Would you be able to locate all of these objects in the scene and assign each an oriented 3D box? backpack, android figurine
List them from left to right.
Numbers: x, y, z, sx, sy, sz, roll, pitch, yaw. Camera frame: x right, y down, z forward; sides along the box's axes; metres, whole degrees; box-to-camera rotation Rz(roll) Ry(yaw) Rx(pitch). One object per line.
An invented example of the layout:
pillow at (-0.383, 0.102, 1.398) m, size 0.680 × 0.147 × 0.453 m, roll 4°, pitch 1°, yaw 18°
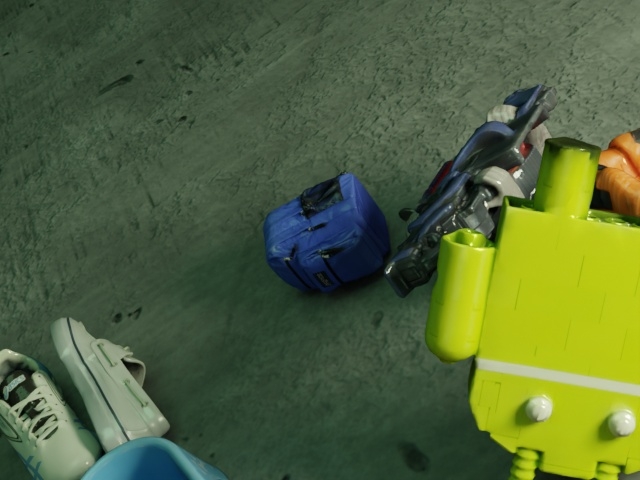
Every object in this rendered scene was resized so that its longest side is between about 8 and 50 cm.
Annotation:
backpack at (0.000, 0.000, 1.235) m, size 0.120 × 0.098 × 0.101 m, roll -22°, pitch 41°, yaw 17°
android figurine at (0.203, 0.066, 0.881) m, size 0.248 × 0.273 × 0.056 m, roll 11°, pitch 14°, yaw 3°

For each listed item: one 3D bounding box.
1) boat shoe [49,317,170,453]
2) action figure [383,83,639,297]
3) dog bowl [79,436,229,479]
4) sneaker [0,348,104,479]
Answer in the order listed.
boat shoe at (-0.223, 0.152, 1.276) m, size 0.075 × 0.083 × 0.226 m, roll -29°, pitch 46°, yaw -10°
action figure at (0.200, -0.009, 1.029) m, size 0.330 × 0.179 × 0.341 m, roll -8°, pitch 27°, yaw 41°
dog bowl at (-0.133, 0.280, 1.047) m, size 0.166 × 0.074 × 0.297 m, roll -42°, pitch 37°, yaw -9°
sneaker at (-0.306, 0.194, 1.278) m, size 0.085 × 0.086 × 0.237 m, roll -42°, pitch 37°, yaw -12°
